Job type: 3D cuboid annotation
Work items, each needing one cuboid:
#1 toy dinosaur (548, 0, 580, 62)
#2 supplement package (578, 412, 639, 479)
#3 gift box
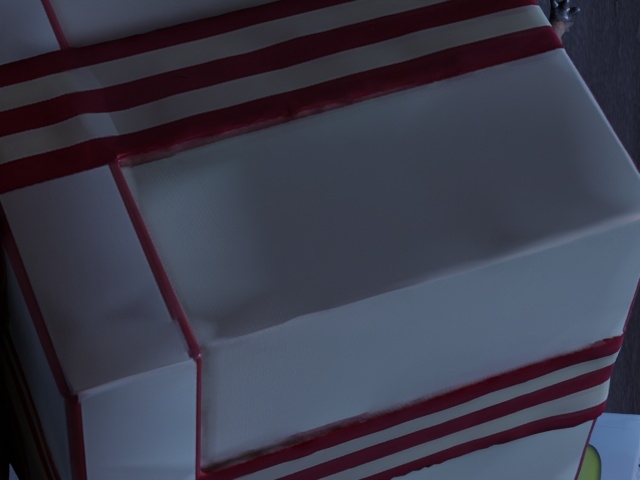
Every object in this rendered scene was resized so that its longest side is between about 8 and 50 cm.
[{"bbox_3d":[0.129,-0.131,1.660,0.296,0.127,0.200,88,27,-43],"label":"toy dinosaur"},{"bbox_3d":[0.190,0.269,1.724,0.149,0.194,0.203,63,35,-51],"label":"supplement package"},{"bbox_3d":[-0.049,-0.003,0.809,0.255,0.258,0.276,92,-25,-49],"label":"gift box"}]
